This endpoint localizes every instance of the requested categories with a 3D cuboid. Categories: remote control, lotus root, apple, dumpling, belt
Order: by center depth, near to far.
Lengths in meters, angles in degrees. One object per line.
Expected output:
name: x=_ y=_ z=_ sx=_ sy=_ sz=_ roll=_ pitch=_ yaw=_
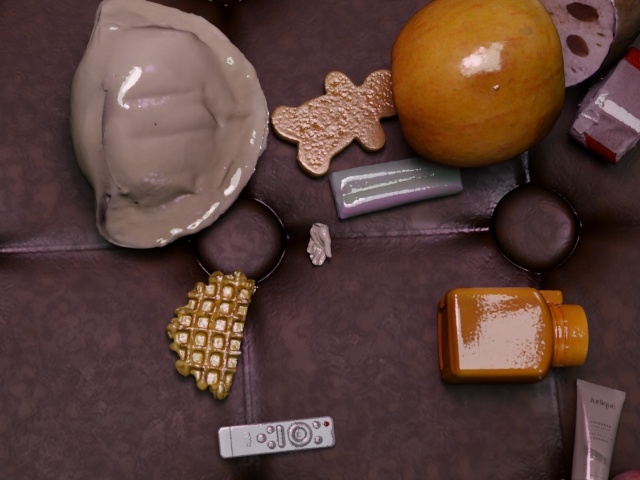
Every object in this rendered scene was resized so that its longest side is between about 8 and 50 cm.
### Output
remote control: x=-0.069 y=0.309 z=1.810 sx=0.184 sy=0.027 sz=0.049 roll=-4 pitch=78 yaw=-11
dumpling: x=-0.238 y=-0.182 z=1.817 sx=0.316 sy=0.233 sz=0.394 roll=4 pitch=90 yaw=-8
apple: x=0.245 y=-0.263 z=1.851 sx=0.275 sy=0.299 sz=0.299 roll=-18 pitch=78 yaw=2
lotus root: x=0.432 y=-0.402 z=1.936 sx=0.192 sy=0.272 sz=0.272 roll=-35 pitch=81 yaw=-28
belt: x=0.503 y=-0.234 z=1.947 sx=0.124 sy=0.128 sz=0.201 roll=35 pitch=72 yaw=4

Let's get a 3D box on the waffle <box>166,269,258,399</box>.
waffle: x=-0.157 y=0.142 z=1.831 sx=0.161 sy=0.046 sz=0.192 roll=43 pitch=76 yaw=8

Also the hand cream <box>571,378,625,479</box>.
hand cream: x=0.439 y=0.320 z=1.846 sx=0.087 sy=0.054 sz=0.186 roll=15 pitch=68 yaw=-6

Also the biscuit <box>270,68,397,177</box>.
biscuit: x=0.042 y=-0.209 z=1.943 sx=0.240 sy=0.035 sz=0.158 roll=-29 pitch=83 yaw=-11

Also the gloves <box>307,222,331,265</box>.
gloves: x=0.001 y=0.001 z=1.884 sx=0.044 sy=0.037 sz=0.080 roll=14 pitch=90 yaw=35

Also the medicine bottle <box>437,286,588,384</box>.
medicine bottle: x=0.305 y=0.153 z=1.839 sx=0.222 sy=0.112 sz=0.149 roll=0 pitch=76 yaw=-6

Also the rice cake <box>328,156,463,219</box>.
rice cake: x=0.130 y=-0.094 z=1.921 sx=0.222 sy=0.042 sz=0.080 roll=-12 pitch=76 yaw=-9

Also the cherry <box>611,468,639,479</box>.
cherry: x=0.520 y=0.417 z=1.808 sx=0.126 sy=0.087 sz=0.106 roll=21 pitch=71 yaw=-3
